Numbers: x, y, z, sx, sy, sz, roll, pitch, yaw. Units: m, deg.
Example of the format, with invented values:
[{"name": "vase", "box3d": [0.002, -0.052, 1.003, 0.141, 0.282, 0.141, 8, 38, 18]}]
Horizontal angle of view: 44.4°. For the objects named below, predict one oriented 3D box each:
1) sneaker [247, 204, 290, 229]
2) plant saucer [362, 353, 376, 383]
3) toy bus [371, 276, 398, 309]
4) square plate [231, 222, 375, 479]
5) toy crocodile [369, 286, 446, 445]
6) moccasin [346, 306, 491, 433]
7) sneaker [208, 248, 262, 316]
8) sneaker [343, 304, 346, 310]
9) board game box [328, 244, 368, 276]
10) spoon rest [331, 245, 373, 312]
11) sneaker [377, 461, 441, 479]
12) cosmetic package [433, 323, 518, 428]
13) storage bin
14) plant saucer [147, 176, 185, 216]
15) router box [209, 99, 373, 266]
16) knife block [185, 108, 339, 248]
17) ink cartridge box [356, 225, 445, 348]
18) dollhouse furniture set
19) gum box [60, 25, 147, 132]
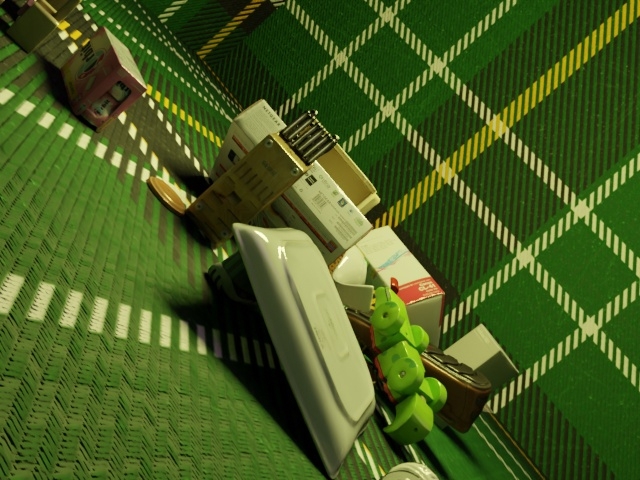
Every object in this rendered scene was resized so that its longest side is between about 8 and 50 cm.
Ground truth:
[{"name": "sneaker", "box3d": [-0.132, -0.028, 1.583, 0.088, 0.092, 0.225, -2, -53, 46]}, {"name": "plant saucer", "box3d": [0.027, 0.198, 1.465, 0.198, 0.036, 0.198, 48, 6, -6]}, {"name": "toy bus", "box3d": [0.132, 0.197, 1.849, 0.202, 0.104, 0.191, 81, 9, -66]}, {"name": "square plate", "box3d": [-0.002, 0.133, 1.139, 0.344, 0.049, 0.347, 4, 64, -79]}, {"name": "toy crocodile", "box3d": [0.148, 0.225, 1.475, 0.115, 0.105, 0.340, 43, 24, -39]}, {"name": "moccasin", "box3d": [0.172, 0.260, 1.636, 0.380, 0.147, 0.139, 31, 14, 27]}, {"name": "sneaker", "box3d": [-0.083, 0.063, 1.244, 0.083, 0.098, 0.224, 52, 7, 24]}, {"name": "sneaker", "box3d": [-0.003, 0.113, 1.346, 0.058, 0.085, 0.152, 162, -94, -83]}, {"name": "board game box", "box3d": [0.000, 0.000, 2.032, 0.259, 0.124, 0.039, 50, 12, 4]}, {"name": "spoon rest", "box3d": [0.059, 0.085, 1.675, 0.084, 0.137, 0.276, 9, 9, -4]}, {"name": "sneaker", "box3d": [0.153, 0.398, 0.954, 0.271, 0.100, 0.108, 48, 20, 26]}, {"name": "cosmetic package", "box3d": [0.343, 0.328, 1.902, 0.107, 0.238, 0.127, 46, 7, -27]}, {"name": "storage bin", "box3d": [-0.034, -0.123, 1.937, 0.260, 0.262, 0.123, 51, 5, 22]}, {"name": "plant saucer", "box3d": [-0.252, -0.075, 1.297, 0.083, 0.013, 0.083, 48, 6, -7]}, {"name": "router box", "box3d": [-0.075, -0.086, 1.634, 0.335, 0.082, 0.301, 49, -24, 1]}, {"name": "knife block", "box3d": [-0.093, -0.119, 1.411, 0.088, 0.276, 0.242, 48, 9, -2]}, {"name": "ink cartridge box", "box3d": [0.193, 0.141, 2.079, 0.306, 0.131, 0.226, -123, -157, -45]}, {"name": "dollhouse furniture set", "box3d": [-0.513, -0.509, 1.287, 0.303, 0.198, 0.286, 45, 7, -26]}, {"name": "gum box", "box3d": [-0.357, -0.263, 1.285, 0.062, 0.107, 0.188, 43, 8, -40]}]
